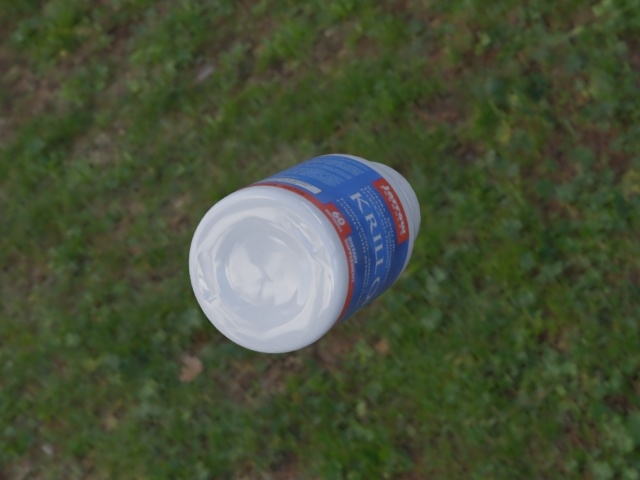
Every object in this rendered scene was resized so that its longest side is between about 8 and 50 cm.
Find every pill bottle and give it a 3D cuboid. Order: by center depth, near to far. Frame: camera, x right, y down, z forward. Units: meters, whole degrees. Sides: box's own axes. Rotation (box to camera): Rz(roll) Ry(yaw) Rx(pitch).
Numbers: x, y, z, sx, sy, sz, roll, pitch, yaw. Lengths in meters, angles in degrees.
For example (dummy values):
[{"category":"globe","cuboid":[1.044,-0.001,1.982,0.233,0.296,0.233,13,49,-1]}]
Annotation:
[{"category":"pill bottle","cuboid":[0.000,0.000,1.191,0.124,0.124,0.221,-18,6,25]}]
